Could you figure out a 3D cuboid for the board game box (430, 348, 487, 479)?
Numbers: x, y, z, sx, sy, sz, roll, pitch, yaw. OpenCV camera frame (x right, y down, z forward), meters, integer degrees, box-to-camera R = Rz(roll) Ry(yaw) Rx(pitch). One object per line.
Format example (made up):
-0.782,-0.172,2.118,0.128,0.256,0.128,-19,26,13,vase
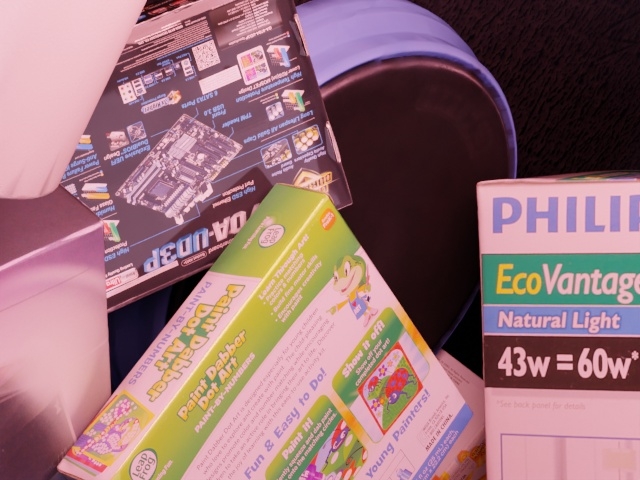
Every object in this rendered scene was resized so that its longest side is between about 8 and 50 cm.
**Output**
0.125,0.208,1.789,0.142,0.144,0.275,-51,142,-3,board game box

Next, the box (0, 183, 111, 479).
-0.294,0.117,1.241,0.296,0.183,0.294,-27,134,-32,box

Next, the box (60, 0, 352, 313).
-0.102,-0.066,1.327,0.220,0.051,0.175,-25,111,-20,box

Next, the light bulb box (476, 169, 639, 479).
0.290,0.122,1.640,0.358,0.225,0.361,-7,96,-66,light bulb box

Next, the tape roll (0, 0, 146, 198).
-0.216,-0.150,1.057,0.246,0.246,0.169,13,109,-51,tape roll

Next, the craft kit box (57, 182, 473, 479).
-0.027,0.134,1.343,0.250,0.061,0.246,-53,134,-23,craft kit box

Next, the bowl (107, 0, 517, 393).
0.000,0.000,1.547,0.391,0.077,0.391,-27,136,-30,bowl
